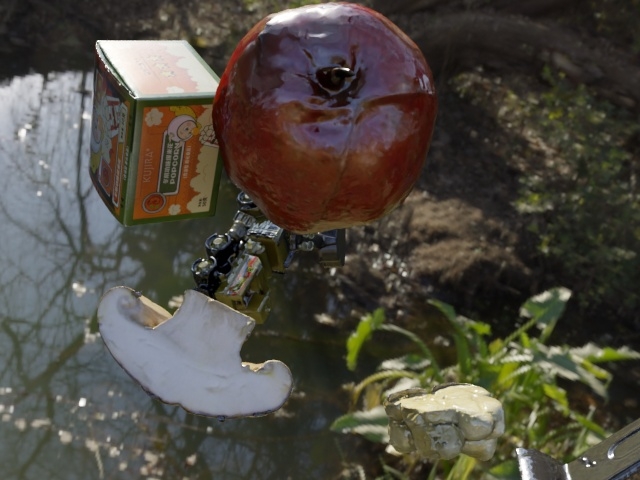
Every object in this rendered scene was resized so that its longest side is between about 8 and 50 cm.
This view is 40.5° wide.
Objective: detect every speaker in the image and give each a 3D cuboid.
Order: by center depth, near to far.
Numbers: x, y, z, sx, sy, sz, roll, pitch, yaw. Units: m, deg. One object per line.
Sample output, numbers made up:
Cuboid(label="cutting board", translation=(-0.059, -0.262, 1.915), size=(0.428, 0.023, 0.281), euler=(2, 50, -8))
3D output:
Cuboid(label="speaker", translation=(0.536, 0.344, 1.411), size=(0.184, 0.388, 0.180), euler=(49, 16, -13))

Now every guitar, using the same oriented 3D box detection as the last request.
Cuboid(label="guitar", translation=(0.002, 0.000, 1.266), size=(0.038, 0.084, 0.271), euler=(-1, -1, 11))

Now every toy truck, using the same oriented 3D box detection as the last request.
Cuboid(label="toy truck", translation=(-0.114, 0.027, 1.471), size=(0.127, 0.127, 0.257), euler=(3, 43, 20))

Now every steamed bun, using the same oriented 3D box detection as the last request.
Cuboid(label="steamed bun", translation=(0.213, 0.311, 1.435), size=(0.177, 0.106, 0.192), euler=(-6, 7, -29))

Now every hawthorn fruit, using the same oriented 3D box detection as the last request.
Cuboid(label="hawthorn fruit", translation=(0.010, -0.131, 0.925), size=(0.254, 0.254, 0.300), euler=(14, -2, -8))

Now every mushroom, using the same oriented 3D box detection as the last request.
Cuboid(label="mushroom", translation=(-0.178, 0.165, 1.209), size=(0.285, 0.151, 0.156), euler=(28, 72, 0))

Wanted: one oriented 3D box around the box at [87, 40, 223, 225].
Cuboid(label="box", translation=(-0.230, -0.151, 1.195), size=(0.148, 0.195, 0.177), euler=(-7, 39, -29))
